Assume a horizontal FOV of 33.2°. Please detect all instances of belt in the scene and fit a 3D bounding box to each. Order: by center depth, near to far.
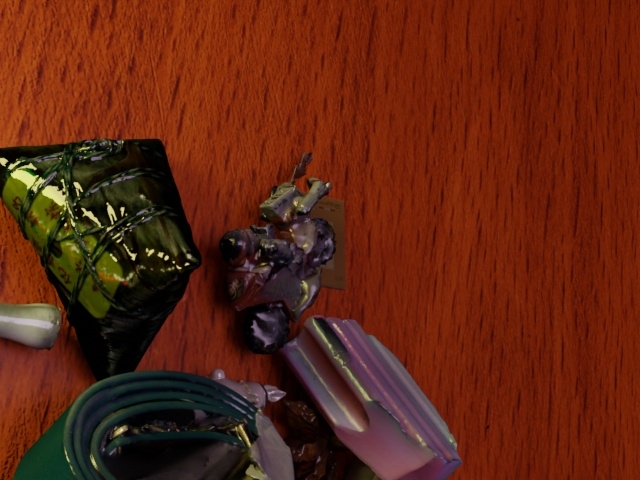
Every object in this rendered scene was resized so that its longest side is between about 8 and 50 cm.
[{"bbox_3d":[-0.218,0.345,1.515,0.437,0.173,0.300,3,48,-51],"label":"belt"}]

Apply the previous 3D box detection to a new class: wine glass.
[{"bbox_3d":[-0.454,0.114,1.526,0.155,0.072,0.072,13,70,-37],"label":"wine glass"}]

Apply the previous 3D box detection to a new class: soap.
[{"bbox_3d":[0.093,0.278,1.808,0.193,0.109,0.324,11,35,-55],"label":"soap"}]

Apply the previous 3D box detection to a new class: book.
[{"bbox_3d":[0.000,0.000,1.980,0.118,0.012,0.172,11,71,-38],"label":"book"}]

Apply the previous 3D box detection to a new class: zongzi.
[{"bbox_3d":[-0.318,0.044,1.605,0.319,0.362,0.383,-7,44,-40],"label":"zongzi"}]

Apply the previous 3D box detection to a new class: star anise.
[{"bbox_3d":[-0.004,0.337,1.832,0.212,0.111,0.196,-29,91,-34],"label":"star anise"}]

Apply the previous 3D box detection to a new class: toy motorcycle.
[{"bbox_3d":[-0.062,-0.008,1.851,0.207,0.134,0.401,49,55,-28],"label":"toy motorcycle"}]

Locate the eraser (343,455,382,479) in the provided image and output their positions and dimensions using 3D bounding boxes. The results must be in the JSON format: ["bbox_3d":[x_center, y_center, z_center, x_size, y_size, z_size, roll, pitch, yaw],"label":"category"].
[{"bbox_3d":[0.109,0.581,1.844,0.272,0.122,0.359,47,52,-22],"label":"eraser"}]

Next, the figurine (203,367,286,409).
[{"bbox_3d":[-0.138,0.268,1.765,0.146,0.081,0.098,22,108,-40],"label":"figurine"}]
